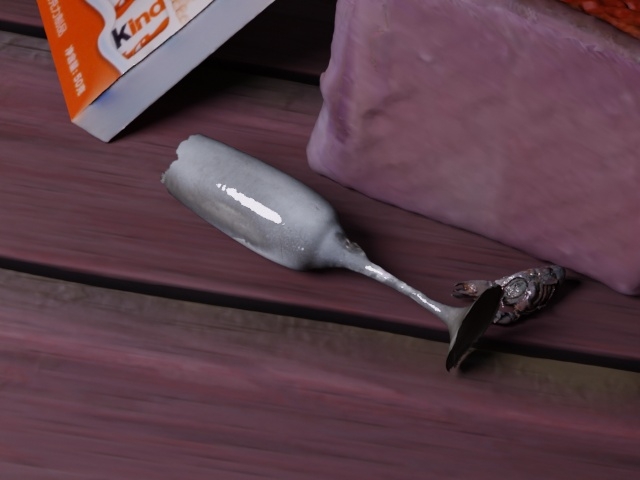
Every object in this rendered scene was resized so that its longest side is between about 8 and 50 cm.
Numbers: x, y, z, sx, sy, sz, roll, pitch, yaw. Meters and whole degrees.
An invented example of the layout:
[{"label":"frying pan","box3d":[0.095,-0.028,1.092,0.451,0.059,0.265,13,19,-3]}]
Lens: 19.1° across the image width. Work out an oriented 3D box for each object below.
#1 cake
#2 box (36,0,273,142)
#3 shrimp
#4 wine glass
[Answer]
[{"label":"cake","box3d":[0.171,-0.134,1.420,0.309,0.230,0.237,23,48,6]},{"label":"box","box3d":[-0.114,-0.251,1.447,0.048,0.265,0.273,32,27,-44]},{"label":"shrimp","box3d":[0.141,0.041,1.382,0.092,0.029,0.038,-10,59,-17]},{"label":"wine glass","box3d":[0.000,0.000,1.355,0.262,0.074,0.074,30,47,15]}]
